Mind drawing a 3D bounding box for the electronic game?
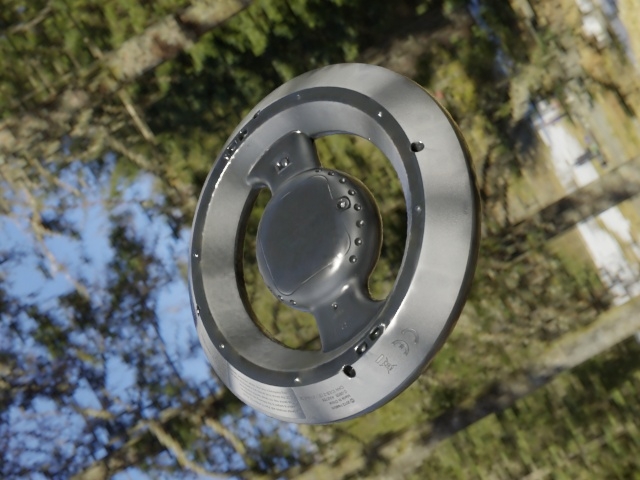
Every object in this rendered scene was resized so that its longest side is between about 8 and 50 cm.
[{"bbox_3d":[0.000,0.000,0.687,0.048,0.229,0.229,18,-141,-49],"label":"electronic game"}]
